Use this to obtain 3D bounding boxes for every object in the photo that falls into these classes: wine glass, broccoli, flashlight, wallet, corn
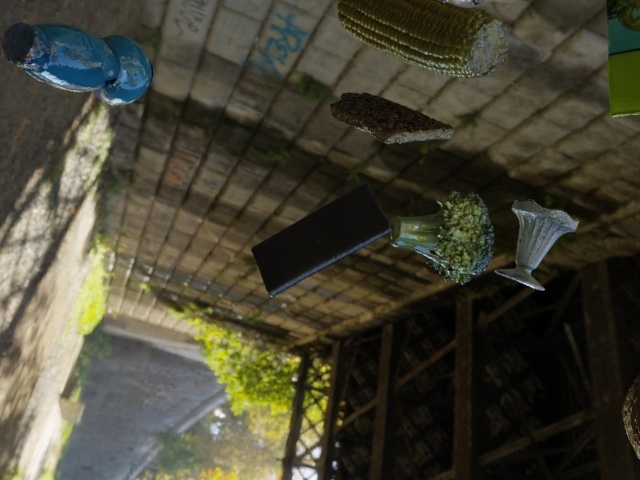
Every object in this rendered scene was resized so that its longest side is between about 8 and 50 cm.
[{"bbox_3d":[0.521,0.011,1.692,0.165,0.164,0.197,-162,-86,-77],"label":"wine glass"},{"bbox_3d":[0.289,0.002,1.661,0.247,0.243,0.263,106,-12,-45],"label":"broccoli"},{"bbox_3d":[-0.159,-0.123,0.467,0.051,0.051,0.129,-68,168,8],"label":"flashlight"},{"bbox_3d":[0.000,0.000,1.589,0.321,0.044,0.171,-29,-136,2],"label":"wallet"},{"bbox_3d":[0.164,-0.365,1.178,0.344,0.131,0.131,39,-68,43],"label":"corn"}]

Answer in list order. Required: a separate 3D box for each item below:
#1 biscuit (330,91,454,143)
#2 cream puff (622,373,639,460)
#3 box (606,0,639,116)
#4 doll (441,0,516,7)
[{"bbox_3d":[0.085,-0.196,1.070,0.237,0.131,0.026,37,-53,49],"label":"biscuit"},{"bbox_3d":[0.710,0.349,1.268,0.212,0.302,0.303,-43,-151,41],"label":"cream puff"},{"bbox_3d":[0.466,-0.338,0.906,0.187,0.047,0.335,7,-74,56],"label":"box"},{"bbox_3d":[0.071,-0.307,0.635,0.154,0.277,0.119,95,21,-62],"label":"doll"}]
